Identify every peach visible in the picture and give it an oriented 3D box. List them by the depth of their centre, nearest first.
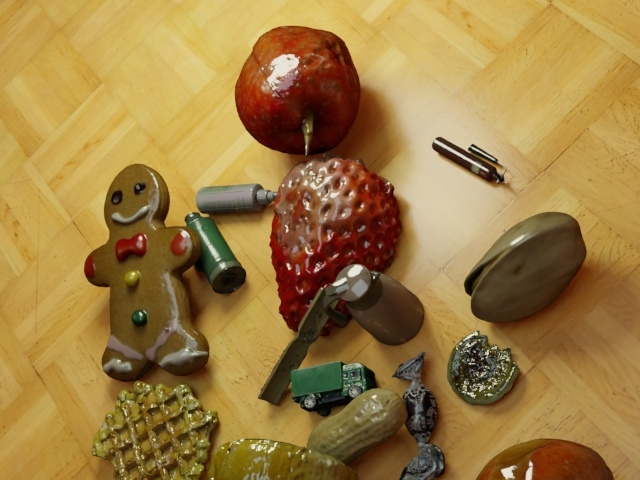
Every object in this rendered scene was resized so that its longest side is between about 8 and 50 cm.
[{"bbox_3d":[0.320,0.397,1.575,0.235,0.214,0.214,-12,61,45],"label":"peach"}]

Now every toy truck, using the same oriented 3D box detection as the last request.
[{"bbox_3d":[0.027,0.258,1.879,0.147,0.065,0.079,-13,62,24],"label":"toy truck"}]

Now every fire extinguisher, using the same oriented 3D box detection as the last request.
[{"bbox_3d":[0.278,-0.147,1.955,0.049,0.035,0.173,-27,46,-32],"label":"fire extinguisher"}]

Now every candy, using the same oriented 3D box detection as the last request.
[{"bbox_3d":[-0.060,0.403,1.743,0.260,0.260,0.118,-1,62,29],"label":"candy"},{"bbox_3d":[0.159,0.297,1.797,0.094,0.051,0.226,-13,62,27],"label":"candy"}]

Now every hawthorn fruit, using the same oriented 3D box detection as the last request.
[{"bbox_3d":[-0.038,-0.286,2.054,0.258,0.258,0.262,-54,14,-3],"label":"hawthorn fruit"}]

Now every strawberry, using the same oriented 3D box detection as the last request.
[{"bbox_3d":[0.000,0.000,1.965,0.265,0.149,0.336,4,71,29],"label":"strawberry"}]

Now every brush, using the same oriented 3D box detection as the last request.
[{"bbox_3d":[-0.039,0.186,1.917,0.248,0.043,0.036,-61,14,19],"label":"brush"}]

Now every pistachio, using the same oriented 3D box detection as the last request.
[{"bbox_3d":[0.333,0.045,1.768,0.238,0.153,0.137,-49,38,34],"label":"pistachio"}]

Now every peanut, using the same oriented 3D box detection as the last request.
[{"bbox_3d":[0.056,0.317,1.804,0.214,0.090,0.098,-37,14,24],"label":"peanut"}]

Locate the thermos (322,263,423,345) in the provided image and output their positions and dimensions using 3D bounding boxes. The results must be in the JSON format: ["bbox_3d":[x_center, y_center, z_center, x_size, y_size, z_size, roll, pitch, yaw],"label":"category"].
[{"bbox_3d":[0.078,0.109,1.842,0.137,0.193,0.105,-21,60,20],"label":"thermos"}]

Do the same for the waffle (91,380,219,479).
[{"bbox_3d":[-0.320,0.393,2.016,0.291,0.051,0.291,-11,64,24],"label":"waffle"}]

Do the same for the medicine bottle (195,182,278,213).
[{"bbox_3d":[-0.152,-0.085,2.144,0.199,0.057,0.057,-2,67,29],"label":"medicine bottle"}]

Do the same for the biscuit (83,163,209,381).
[{"bbox_3d":[-0.357,0.058,2.101,0.283,0.064,0.432,-12,79,29],"label":"biscuit"}]

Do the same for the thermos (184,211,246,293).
[{"bbox_3d":[-0.216,0.019,2.129,0.073,0.083,0.187,-21,52,-16],"label":"thermos"}]

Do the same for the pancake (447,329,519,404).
[{"bbox_3d":[0.267,0.217,1.793,0.129,0.022,0.116,29,83,40],"label":"pancake"}]
